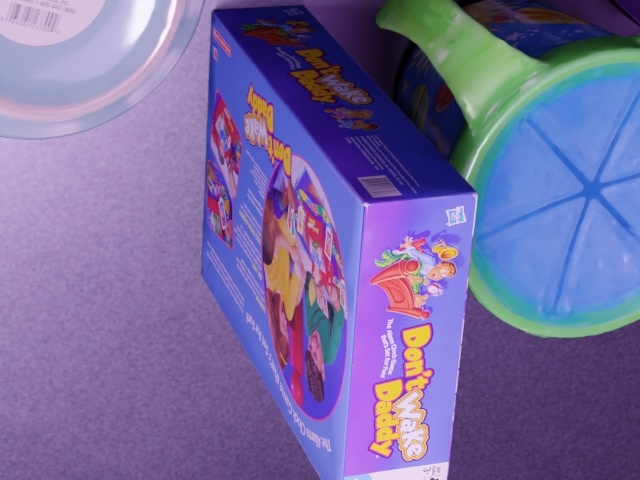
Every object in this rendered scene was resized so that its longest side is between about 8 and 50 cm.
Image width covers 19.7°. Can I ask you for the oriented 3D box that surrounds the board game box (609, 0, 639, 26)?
[{"bbox_3d":[0.247,-0.269,1.451,0.170,0.048,0.141,36,99,-31],"label":"board game box"}]

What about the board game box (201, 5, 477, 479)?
[{"bbox_3d":[0.000,0.000,1.325,0.078,0.347,0.233,-6,119,-18],"label":"board game box"}]

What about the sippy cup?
[{"bbox_3d":[0.169,-0.078,1.419,0.240,0.224,0.305,-14,121,-14],"label":"sippy cup"}]

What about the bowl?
[{"bbox_3d":[-0.199,-0.191,1.250,0.311,0.163,0.311,-11,120,-19],"label":"bowl"}]
